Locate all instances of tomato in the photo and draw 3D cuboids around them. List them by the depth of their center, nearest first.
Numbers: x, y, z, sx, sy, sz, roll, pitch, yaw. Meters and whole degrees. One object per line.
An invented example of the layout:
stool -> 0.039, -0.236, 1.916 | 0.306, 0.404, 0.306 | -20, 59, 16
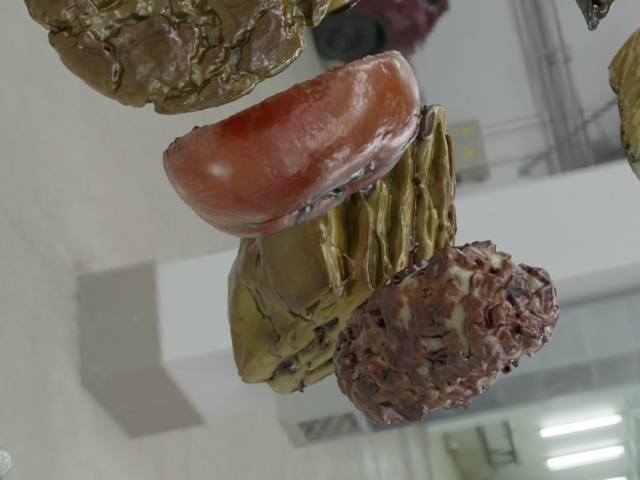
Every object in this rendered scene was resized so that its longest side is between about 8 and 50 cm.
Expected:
tomato -> -0.017, -0.070, 1.164 | 0.095, 0.236, 0.237 | 65, 7, 6

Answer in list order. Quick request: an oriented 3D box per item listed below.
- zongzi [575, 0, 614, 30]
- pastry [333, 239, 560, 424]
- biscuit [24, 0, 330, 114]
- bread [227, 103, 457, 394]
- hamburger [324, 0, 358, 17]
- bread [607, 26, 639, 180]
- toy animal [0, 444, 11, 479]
zongzi -> 0.084, -0.102, 0.431 | 0.073, 0.083, 0.067 | -67, 157, -10
pastry -> 0.085, 0.075, 1.014 | 0.097, 0.208, 0.115 | -26, 82, -42
biscuit -> -0.102, -0.195, 0.979 | 0.042, 0.226, 0.226 | 97, -17, -76
bread -> 0.000, 0.000, 1.740 | 0.191, 0.370, 0.314 | 19, 57, -35
hamburger -> -0.065, -0.343, 1.200 | 0.237, 0.276, 0.276 | 51, 27, -56
bread -> 0.205, -0.079, 0.691 | 0.082, 0.106, 0.125 | 31, 30, -14
toy animal -> -0.237, 0.219, 0.822 | 0.127, 0.131, 0.182 | 49, 13, -54
